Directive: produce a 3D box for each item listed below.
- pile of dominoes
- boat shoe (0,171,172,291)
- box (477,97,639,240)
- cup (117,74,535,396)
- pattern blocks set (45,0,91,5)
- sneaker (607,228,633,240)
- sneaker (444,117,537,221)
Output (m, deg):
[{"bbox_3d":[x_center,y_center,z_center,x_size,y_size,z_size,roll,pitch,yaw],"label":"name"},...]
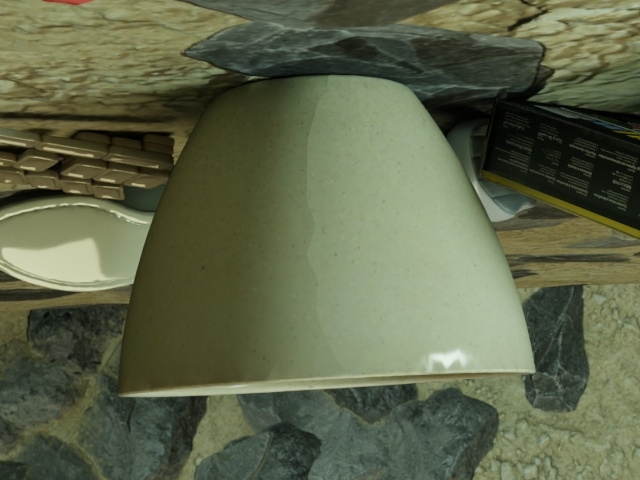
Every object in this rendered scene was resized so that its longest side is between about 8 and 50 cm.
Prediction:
[{"bbox_3d":[-0.259,-0.085,1.281,0.251,0.040,0.196,9,169,-24],"label":"pile of dominoes"},{"bbox_3d":[-0.198,-0.017,1.480,0.305,0.109,0.091,-1,-147,-23],"label":"boat shoe"},{"bbox_3d":[0.331,-0.037,1.191,0.257,0.079,0.322,0,-163,-38],"label":"box"},{"bbox_3d":[0.000,0.000,1.172,0.331,0.237,0.331,-2,173,0],"label":"cup"},{"bbox_3d":[-0.104,-0.165,0.639,0.285,0.026,0.325,-7,172,25],"label":"pattern blocks set"},{"bbox_3d":[0.429,-0.041,1.641,0.115,0.090,0.232,-18,-158,-29],"label":"sneaker"},{"bbox_3d":[0.140,-0.055,1.369,0.091,0.094,0.258,-10,172,18],"label":"sneaker"}]
